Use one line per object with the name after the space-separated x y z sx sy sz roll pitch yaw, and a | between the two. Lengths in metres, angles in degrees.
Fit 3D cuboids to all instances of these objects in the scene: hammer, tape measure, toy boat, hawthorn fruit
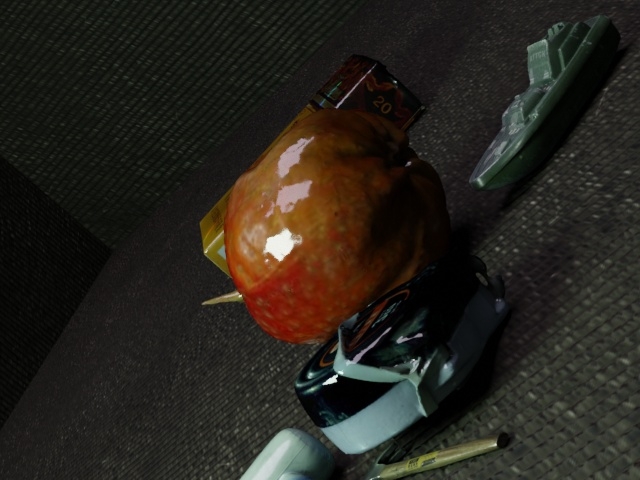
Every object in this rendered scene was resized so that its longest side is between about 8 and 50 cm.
-0.016 0.232 1.178 0.116 0.069 0.194 -50 14 -16 | hammer
0.067 0.109 1.169 0.181 0.107 0.182 -37 7 36 | tape measure
0.240 -0.153 1.439 0.260 0.085 0.078 -53 14 -20 | toy boat
0.094 0.183 1.083 0.182 0.017 0.062 -30 22 49 | hammer
0.018 -0.013 1.429 0.258 0.258 0.261 -70 -3 -59 | hawthorn fruit

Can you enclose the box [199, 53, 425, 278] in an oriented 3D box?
-0.022 -0.122 2.145 0.415 0.116 0.264 -48 12 5 | box
